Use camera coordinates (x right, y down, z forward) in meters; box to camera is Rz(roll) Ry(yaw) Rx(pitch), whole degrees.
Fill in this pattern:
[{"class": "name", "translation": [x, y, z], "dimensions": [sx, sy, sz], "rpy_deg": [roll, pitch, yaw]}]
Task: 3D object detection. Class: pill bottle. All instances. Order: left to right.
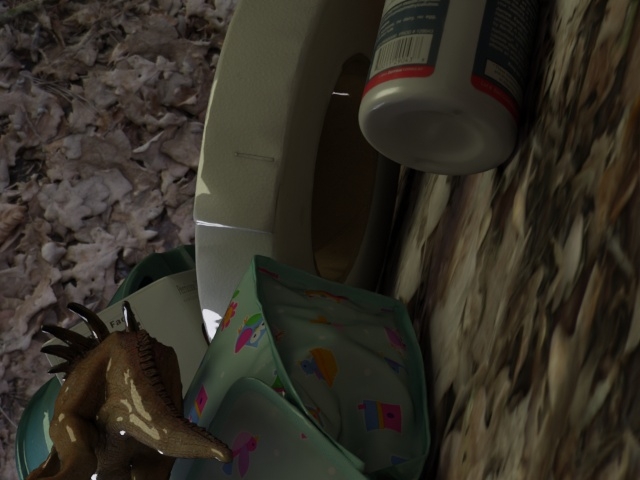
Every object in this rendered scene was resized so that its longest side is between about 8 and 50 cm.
[{"class": "pill bottle", "translation": [0.095, -0.146, 1.013], "dimensions": [0.108, 0.108, 0.180], "rpy_deg": [117, 168, -64]}]

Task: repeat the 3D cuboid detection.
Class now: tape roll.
[{"class": "tape roll", "translation": [-0.007, -0.062, 1.271], "dimensions": [0.392, 0.072, 0.391], "rpy_deg": [9, -90, -74]}]

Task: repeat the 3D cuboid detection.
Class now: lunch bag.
[{"class": "lunch bag", "translation": [-0.022, 0.173, 1.032], "dimensions": [0.262, 0.160, 0.223], "rpy_deg": [-104, 37, -60]}]

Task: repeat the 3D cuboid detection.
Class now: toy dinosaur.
[{"class": "toy dinosaur", "translation": [-0.137, 0.114, 0.993], "dimensions": [0.296, 0.127, 0.200], "rpy_deg": [-37, 27, 58]}]

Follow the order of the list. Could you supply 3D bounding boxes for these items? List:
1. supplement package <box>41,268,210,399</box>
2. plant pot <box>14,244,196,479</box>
[{"class": "supplement package", "translation": [-0.116, 0.162, 1.308], "dimensions": [0.134, 0.244, 0.139], "rpy_deg": [-28, -2, 12]}, {"class": "plant pot", "translation": [-0.189, 0.201, 1.909], "dimensions": [0.341, 0.341, 0.334], "rpy_deg": [-80, 15, -46]}]
